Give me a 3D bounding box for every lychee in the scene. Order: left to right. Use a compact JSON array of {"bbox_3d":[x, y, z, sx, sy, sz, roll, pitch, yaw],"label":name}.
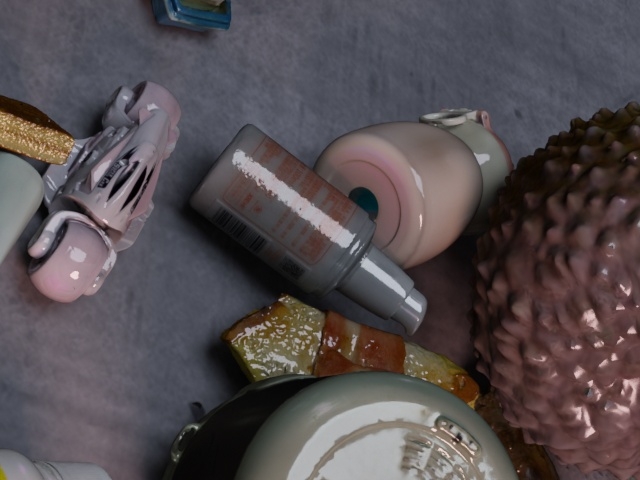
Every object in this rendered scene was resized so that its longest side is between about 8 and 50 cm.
[{"bbox_3d":[0.324,0.041,1.927,0.380,0.380,0.432,29,29,-26],"label":"lychee"}]

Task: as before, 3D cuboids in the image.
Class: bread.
[{"bbox_3d":[-0.275,-0.104,1.753,0.090,0.094,0.035,17,100,-34],"label":"bread"}]

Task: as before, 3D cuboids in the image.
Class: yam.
[{"bbox_3d":[0.229,0.295,1.993,0.317,0.067,0.071,65,23,6],"label":"yam"}]

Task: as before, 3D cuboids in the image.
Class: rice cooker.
[{"bbox_3d":[0.013,0.253,1.693,0.288,0.277,0.288,4,80,-22],"label":"rice cooker"}]

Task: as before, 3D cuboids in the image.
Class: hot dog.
[{"bbox_3d":[0.022,0.134,1.882,0.261,0.093,0.123,23,48,-10],"label":"hot dog"}]

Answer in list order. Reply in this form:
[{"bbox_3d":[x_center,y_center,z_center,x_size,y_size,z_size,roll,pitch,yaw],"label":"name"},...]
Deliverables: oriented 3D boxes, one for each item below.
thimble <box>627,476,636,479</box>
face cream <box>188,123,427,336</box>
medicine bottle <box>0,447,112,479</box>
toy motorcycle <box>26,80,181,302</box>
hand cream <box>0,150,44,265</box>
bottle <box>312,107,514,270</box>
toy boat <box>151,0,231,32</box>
[{"bbox_3d":[0.428,0.198,2.148,0.235,0.143,0.198,-30,90,-41],"label":"thimble"},{"bbox_3d":[0.000,0.000,1.888,0.252,0.101,0.101,37,50,-4],"label":"face cream"},{"bbox_3d":[-0.294,0.233,1.549,0.258,0.143,0.143,7,66,-38],"label":"medicine bottle"},{"bbox_3d":[-0.187,-0.053,1.788,0.112,0.112,0.254,39,49,-19],"label":"toy motorcycle"},{"bbox_3d":[-0.324,0.047,1.650,0.067,0.109,0.320,70,34,-40],"label":"hand cream"},{"bbox_3d":[0.110,-0.057,2.016,0.236,0.147,0.147,-19,83,-51],"label":"bottle"},{"bbox_3d":[-0.127,-0.329,1.974,0.109,0.098,0.238,7,65,-40],"label":"toy boat"}]
